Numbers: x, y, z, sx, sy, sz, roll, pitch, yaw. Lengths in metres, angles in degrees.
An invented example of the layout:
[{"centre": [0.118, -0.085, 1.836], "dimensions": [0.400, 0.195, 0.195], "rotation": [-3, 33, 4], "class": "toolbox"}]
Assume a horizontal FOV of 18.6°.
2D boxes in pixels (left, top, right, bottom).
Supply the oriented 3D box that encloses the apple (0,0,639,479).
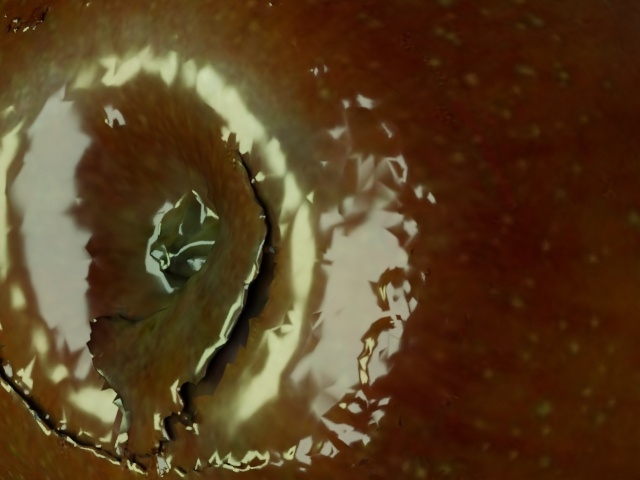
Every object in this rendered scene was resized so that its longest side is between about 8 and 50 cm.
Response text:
[{"centre": [0.000, 0.000, 0.484], "dimensions": [0.235, 0.173, 0.210], "rotation": [6, 95, 25], "class": "apple"}]
